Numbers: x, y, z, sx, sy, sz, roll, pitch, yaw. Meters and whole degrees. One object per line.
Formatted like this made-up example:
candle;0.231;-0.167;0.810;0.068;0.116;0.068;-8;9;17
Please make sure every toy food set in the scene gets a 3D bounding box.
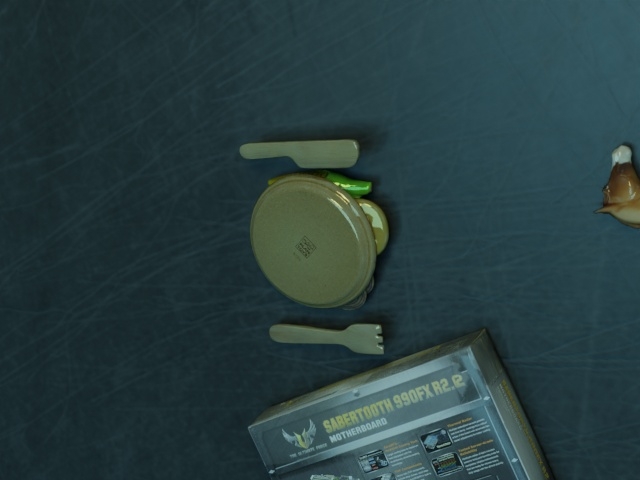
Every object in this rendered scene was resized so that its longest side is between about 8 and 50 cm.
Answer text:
toy food set;0.000;0.000;1.242;0.132;0.038;0.192;3;111;28

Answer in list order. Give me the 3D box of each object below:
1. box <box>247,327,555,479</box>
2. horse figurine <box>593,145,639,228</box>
box;0.075;0.201;1.251;0.231;0.056;0.183;-23;94;25
horse figurine;0.344;-0.072;1.067;0.263;0.066;0.175;13;103;20
